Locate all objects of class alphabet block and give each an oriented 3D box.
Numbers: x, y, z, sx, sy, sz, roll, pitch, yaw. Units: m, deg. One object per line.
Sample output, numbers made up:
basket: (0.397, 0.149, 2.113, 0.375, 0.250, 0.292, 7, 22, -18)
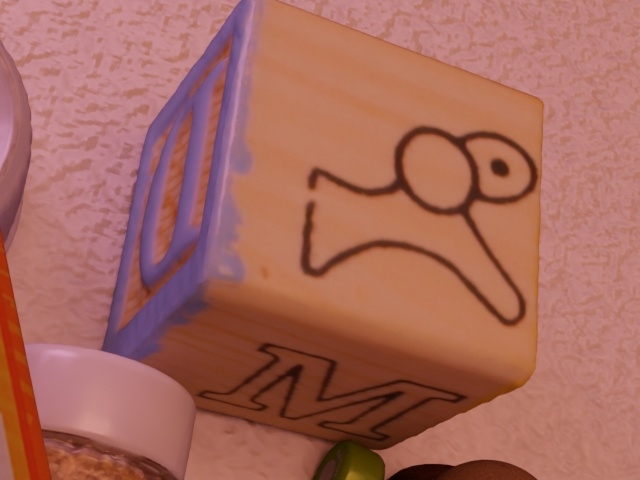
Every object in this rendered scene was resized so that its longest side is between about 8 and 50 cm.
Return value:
alphabet block: (0.000, 0.000, 0.741, 0.197, 0.193, 0.192, 18, 63, -20)

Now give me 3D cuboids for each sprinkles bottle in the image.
sprinkles bottle: (-0.152, 0.233, 0.604, 0.121, 0.121, 0.355, 20, 61, -19)

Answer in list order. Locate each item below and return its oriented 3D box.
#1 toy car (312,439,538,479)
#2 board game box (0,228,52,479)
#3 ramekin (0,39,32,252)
toy car: (0.088, 0.187, 0.709, 0.155, 0.188, 0.149, 28, 59, -14)
board game box: (-0.351, 0.022, 0.390, 0.356, 0.356, 0.356, 2, 68, -48)
ramekin: (-0.258, -0.056, 0.680, 0.207, 0.109, 0.207, 11, 64, -23)
